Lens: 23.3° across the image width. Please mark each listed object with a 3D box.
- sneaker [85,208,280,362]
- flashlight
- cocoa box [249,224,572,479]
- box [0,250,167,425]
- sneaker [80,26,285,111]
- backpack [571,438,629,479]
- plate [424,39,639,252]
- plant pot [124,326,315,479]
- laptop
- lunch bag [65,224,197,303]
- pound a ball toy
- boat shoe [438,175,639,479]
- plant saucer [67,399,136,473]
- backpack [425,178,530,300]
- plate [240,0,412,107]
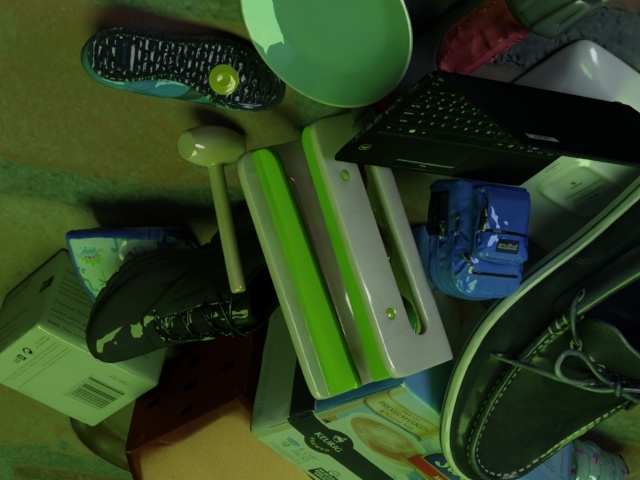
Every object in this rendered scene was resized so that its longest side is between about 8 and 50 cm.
[{"bbox_3d":[-0.132,0.064,1.752,0.286,0.130,0.109,-29,132,-2],"label":"sneaker"},{"bbox_3d":[0.144,-0.178,1.446,0.103,0.103,0.304,56,140,-2],"label":"flashlight"},{"bbox_3d":[0.123,0.187,1.859,0.228,0.231,0.347,-20,134,34],"label":"cocoa box"},{"bbox_3d":[-0.313,0.130,2.006,0.182,0.119,0.181,29,141,-23],"label":"box"},{"bbox_3d":[-0.141,-0.176,1.588,0.209,0.069,0.082,9,179,-12],"label":"sneaker"},{"bbox_3d":[0.333,0.350,2.111,0.115,0.152,0.182,23,133,-31],"label":"backpack"},{"bbox_3d":[0.276,-0.067,1.623,0.278,0.045,0.277,30,142,-24],"label":"plate"},{"bbox_3d":[-0.105,0.267,1.993,0.267,0.267,0.235,-28,114,16],"label":"plant pot"},{"bbox_3d":[0.186,-0.069,1.425,0.234,0.136,0.264,7,152,-32],"label":"laptop"},{"bbox_3d":[-0.218,0.027,1.855,0.129,0.096,0.151,-2,153,19],"label":"lunch bag"},{"bbox_3d":[0.000,0.000,1.629,0.208,0.319,0.136,-22,175,43],"label":"pound a ball toy"},{"bbox_3d":[0.300,0.095,1.573,0.187,0.156,0.500,25,120,-31],"label":"boat shoe"},{"bbox_3d":[-0.206,0.266,2.227,0.311,0.050,0.310,8,146,6],"label":"plant saucer"},{"bbox_3d":[0.160,0.001,1.572,0.098,0.120,0.101,7,179,-21],"label":"backpack"},{"bbox_3d":[0.008,-0.213,1.469,0.188,0.024,0.188,19,131,24],"label":"plate"}]
